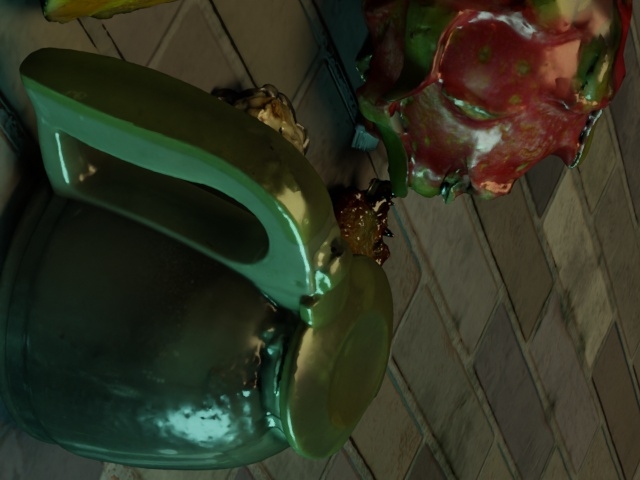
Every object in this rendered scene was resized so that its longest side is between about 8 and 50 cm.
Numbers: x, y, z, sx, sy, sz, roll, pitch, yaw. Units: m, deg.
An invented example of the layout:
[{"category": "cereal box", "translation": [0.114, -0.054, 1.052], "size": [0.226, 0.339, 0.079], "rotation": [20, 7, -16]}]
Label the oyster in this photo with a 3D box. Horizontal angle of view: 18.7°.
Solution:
[{"category": "oyster", "translation": [-0.027, -0.029, 1.526], "size": [0.191, 0.081, 0.163], "rotation": [58, 41, -46]}]

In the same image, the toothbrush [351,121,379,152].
[{"category": "toothbrush", "translation": [0.096, -0.099, 1.853], "size": [0.286, 0.020, 0.025], "rotation": [-6, 118, -63]}]

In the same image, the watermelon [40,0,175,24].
[{"category": "watermelon", "translation": [-0.098, -0.196, 1.264], "size": [0.301, 0.129, 0.123], "rotation": [-16, 117, -55]}]

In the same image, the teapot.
[{"category": "teapot", "translation": [-0.069, 0.015, 1.324], "size": [0.239, 0.239, 0.321], "rotation": [-34, 133, -56]}]

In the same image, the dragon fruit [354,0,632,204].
[{"category": "dragon fruit", "translation": [0.145, -0.168, 1.667], "size": [0.237, 0.231, 0.302], "rotation": [-99, -164, -60]}]

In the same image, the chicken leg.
[{"category": "chicken leg", "translation": [0.000, 0.000, 1.680], "size": [0.253, 0.051, 0.106], "rotation": [-7, 105, -62]}]
